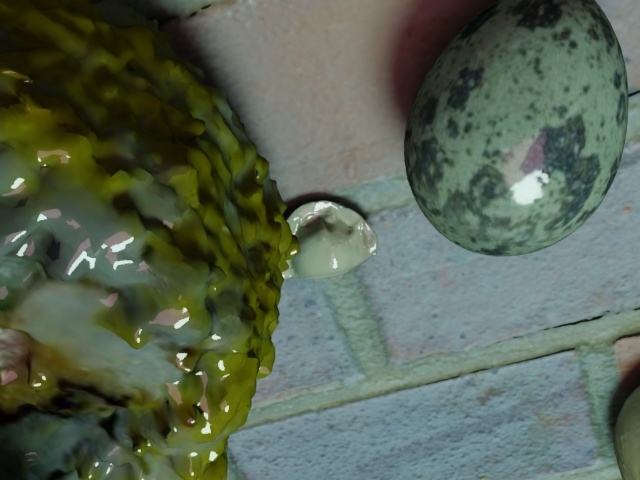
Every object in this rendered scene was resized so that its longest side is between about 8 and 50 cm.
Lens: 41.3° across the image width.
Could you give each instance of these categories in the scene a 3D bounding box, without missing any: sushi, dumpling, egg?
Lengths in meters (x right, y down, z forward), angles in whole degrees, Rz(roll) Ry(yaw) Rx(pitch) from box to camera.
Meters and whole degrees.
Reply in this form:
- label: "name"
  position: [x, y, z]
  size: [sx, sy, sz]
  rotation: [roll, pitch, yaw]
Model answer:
- label: "sushi"
  position: [-0.220, 0.032, 0.532]
  size: [0.396, 0.240, 0.351]
  rotation: [-26, 123, 20]
- label: "dumpling"
  position: [0.001, -0.001, 0.631]
  size: [0.077, 0.043, 0.059]
  rotation: [-10, 109, 25]
- label: "egg"
  position: [0.122, -0.072, 0.527]
  size: [0.132, 0.132, 0.172]
  rotation: [12, 113, -9]

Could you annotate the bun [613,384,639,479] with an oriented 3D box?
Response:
- label: "bun"
  position: [0.369, 0.192, 0.718]
  size: [0.231, 0.133, 0.231]
  rotation: [0, 123, 0]
